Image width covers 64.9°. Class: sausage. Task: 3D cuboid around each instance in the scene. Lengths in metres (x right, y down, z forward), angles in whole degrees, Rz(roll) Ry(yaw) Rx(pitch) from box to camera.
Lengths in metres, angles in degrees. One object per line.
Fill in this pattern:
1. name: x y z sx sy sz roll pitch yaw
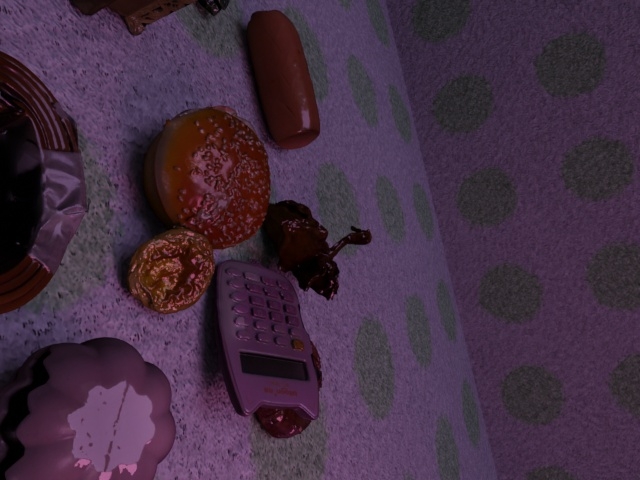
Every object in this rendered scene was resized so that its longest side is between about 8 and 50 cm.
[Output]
1. sausage: -0.084 -0.361 1.116 0.121 0.121 0.304 -8 82 -64

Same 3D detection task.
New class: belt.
1. belt: -0.334 -0.052 0.485 0.184 0.105 0.261 35 47 -56

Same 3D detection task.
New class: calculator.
1. calculator: -0.095 0.156 0.845 0.194 0.043 0.294 20 43 -39

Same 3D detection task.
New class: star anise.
1. star anise: -0.006 0.007 1.040 0.237 0.148 0.346 55 26 19

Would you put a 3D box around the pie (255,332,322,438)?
1. pie: -0.062 0.248 0.929 0.204 0.054 0.218 56 32 -35

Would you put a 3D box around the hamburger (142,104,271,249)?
1. hamburger: -0.171 -0.097 0.782 0.237 0.147 0.236 31 52 -51

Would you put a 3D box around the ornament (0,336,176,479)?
1. ornament: -0.242 0.187 0.505 0.177 0.178 0.177 38 45 -51

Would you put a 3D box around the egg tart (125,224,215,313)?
1. egg tart: -0.210 0.038 0.709 0.130 0.052 0.130 -14 114 -35

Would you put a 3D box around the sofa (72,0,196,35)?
1. sofa: -0.266 -0.463 0.718 0.182 0.200 0.258 21 60 -62

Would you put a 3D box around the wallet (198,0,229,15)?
1. wallet: -0.254 -0.567 0.961 0.236 0.055 0.160 50 30 -41
